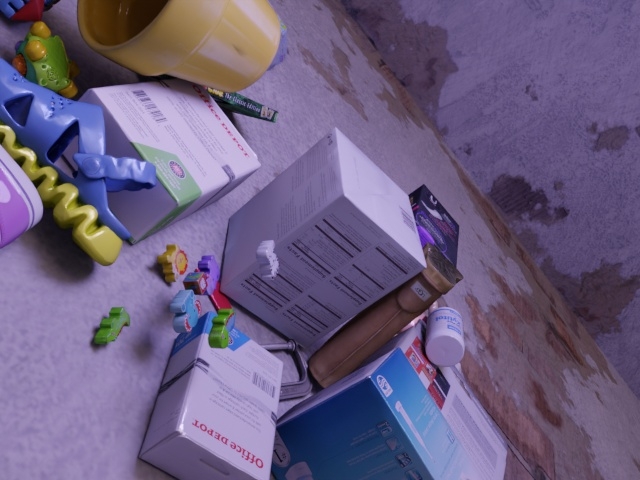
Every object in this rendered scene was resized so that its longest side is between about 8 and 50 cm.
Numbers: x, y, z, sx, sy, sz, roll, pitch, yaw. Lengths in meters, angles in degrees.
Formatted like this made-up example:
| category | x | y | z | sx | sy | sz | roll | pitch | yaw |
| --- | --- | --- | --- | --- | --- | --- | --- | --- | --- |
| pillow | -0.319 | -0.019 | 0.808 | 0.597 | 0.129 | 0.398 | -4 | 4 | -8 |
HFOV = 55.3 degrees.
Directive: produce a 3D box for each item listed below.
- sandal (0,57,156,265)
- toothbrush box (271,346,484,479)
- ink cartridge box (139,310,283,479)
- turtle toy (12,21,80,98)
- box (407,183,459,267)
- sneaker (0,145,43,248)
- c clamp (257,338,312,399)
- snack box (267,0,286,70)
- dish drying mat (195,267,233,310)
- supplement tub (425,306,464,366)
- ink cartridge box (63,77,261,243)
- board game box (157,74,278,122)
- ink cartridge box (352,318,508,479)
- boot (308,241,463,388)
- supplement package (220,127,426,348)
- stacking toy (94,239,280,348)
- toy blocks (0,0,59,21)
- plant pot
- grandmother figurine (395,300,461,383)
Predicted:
| category | x | y | z | sx | sy | sz | roll | pitch | yaw |
| --- | --- | --- | --- | --- | --- | --- | --- | --- | --- |
| sandal | -0.323 | -0.125 | 0.753 | 0.317 | 0.138 | 0.126 | 53 | -18 | -16 |
| toothbrush box | 0.086 | 0.332 | 0.826 | 0.296 | 0.216 | 0.126 | 57 | 27 | 8 |
| ink cartridge box | -0.128 | 0.207 | 0.771 | 0.139 | 0.082 | 0.191 | 41 | 30 | -24 |
| turtle toy | -0.403 | -0.262 | 0.886 | 0.095 | 0.066 | 0.130 | 62 | 11 | -50 |
| box | 0.251 | -0.006 | 1.575 | 0.165 | 0.143 | 0.270 | 49 | 26 | -10 |
| sneaker | -0.431 | -0.095 | 0.614 | 0.282 | 0.102 | 0.161 | 48 | 33 | -9 |
| c clamp | -0.071 | 0.184 | 0.958 | 0.160 | 0.022 | 0.137 | 18 | 44 | -51 |
| snack box | -0.165 | -0.560 | 1.543 | 0.207 | 0.070 | 0.174 | 58 | -7 | 4 |
| dish drying mat | -0.164 | 0.078 | 0.947 | 0.083 | 0.008 | 0.032 | 60 | 26 | 9 |
| supplement tub | 0.230 | 0.176 | 1.128 | 0.071 | 0.071 | 0.107 | 49 | 22 | -11 |
| ink cartridge box | -0.241 | -0.138 | 0.954 | 0.198 | 0.114 | 0.273 | 53 | 26 | -3 |
| board game box | -0.213 | -0.288 | 1.188 | 0.136 | 0.030 | 0.259 | 19 | 4 | 36 |
| ink cartridge box | 0.190 | 0.329 | 1.096 | 0.309 | 0.130 | 0.272 | 57 | 24 | 4 |
| boot | 0.114 | 0.124 | 1.064 | 0.089 | 0.269 | 0.236 | 49 | 16 | 10 |
| supplement package | 0.000 | 0.000 | 1.013 | 0.198 | 0.262 | 0.199 | 39 | 27 | -28 |
| stacking toy | -0.162 | 0.071 | 0.796 | 0.221 | 0.167 | 0.052 | -65 | 149 | -57 |
| toy blocks | -0.460 | -0.456 | 0.893 | 0.261 | 0.190 | 0.381 | 50 | 9 | -24 |
| plant pot | -0.196 | -0.349 | 0.937 | 0.239 | 0.254 | 0.254 | 23 | 39 | -53 |
| grandmother figurine | 0.198 | 0.185 | 1.329 | 0.207 | 0.104 | 0.342 | -24 | 81 | -35 |
